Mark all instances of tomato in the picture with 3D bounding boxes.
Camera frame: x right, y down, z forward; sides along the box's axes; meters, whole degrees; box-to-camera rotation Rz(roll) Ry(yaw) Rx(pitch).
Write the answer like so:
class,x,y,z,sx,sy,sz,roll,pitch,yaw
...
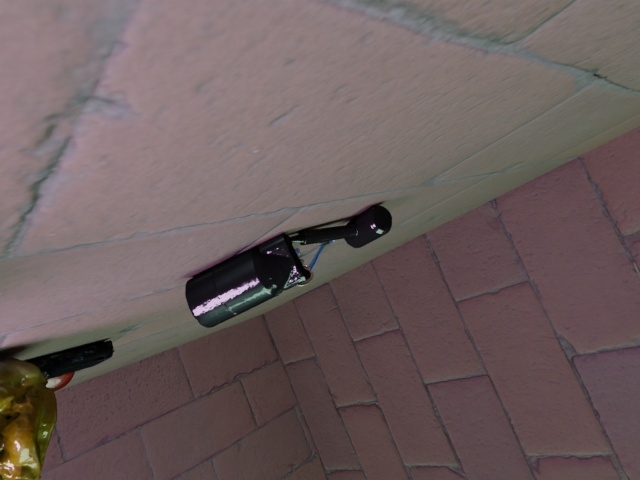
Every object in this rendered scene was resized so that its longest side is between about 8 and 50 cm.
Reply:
class,x,y,z,sx,sy,sz,roll,pitch,yaw
tomato,-0.822,0.419,1.358,0.174,0.082,0.166,-14,170,-45

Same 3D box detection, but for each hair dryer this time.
class,x,y,z,sx,sy,sz,roll,pitch,yaw
hair dryer,0.040,-0.025,1.014,0.247,0.071,0.114,-6,164,-36
hair dryer,-0.135,0.073,1.040,0.244,0.116,0.302,-24,-177,10

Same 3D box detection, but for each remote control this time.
class,x,y,z,sx,sy,sz,roll,pitch,yaw
remote control,-0.736,0.346,1.200,0.144,0.062,0.398,-27,170,23

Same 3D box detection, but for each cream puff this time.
class,x,y,z,sx,sy,sz,roll,pitch,yaw
cream puff,-0.690,0.385,0.864,0.291,0.257,0.324,-32,164,7

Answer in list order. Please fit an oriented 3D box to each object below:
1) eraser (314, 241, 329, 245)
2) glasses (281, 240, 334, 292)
class,x,y,z,sx,sy,sz,roll,pitch,yaw
eraser,0.000,0.000,1.121,0.019,0.027,0.099,-23,173,14
glasses,-0.058,0.077,1.239,0.189,0.088,0.220,-16,169,-38
